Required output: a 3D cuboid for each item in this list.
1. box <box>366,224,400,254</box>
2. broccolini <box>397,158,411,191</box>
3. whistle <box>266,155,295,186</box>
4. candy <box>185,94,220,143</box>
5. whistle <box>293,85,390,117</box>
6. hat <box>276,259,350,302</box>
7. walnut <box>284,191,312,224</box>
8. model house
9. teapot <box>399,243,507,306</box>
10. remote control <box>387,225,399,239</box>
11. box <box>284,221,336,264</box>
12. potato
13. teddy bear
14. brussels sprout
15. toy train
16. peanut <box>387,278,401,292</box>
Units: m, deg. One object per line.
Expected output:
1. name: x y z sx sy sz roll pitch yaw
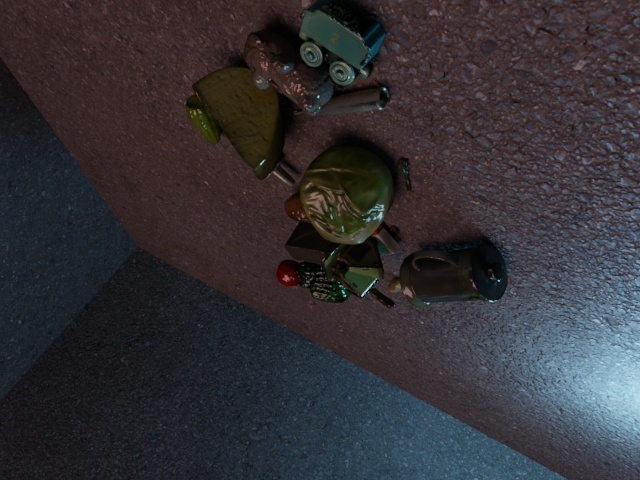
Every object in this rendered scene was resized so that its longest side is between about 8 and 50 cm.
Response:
1. box: 0.215 -0.013 1.772 0.152 0.048 0.100 50 157 -12
2. broccolini: 0.259 -0.200 1.458 0.035 0.030 0.140 27 159 32
3. whistle: -0.196 -0.287 1.737 0.253 0.101 0.106 40 150 -8
4. candy: -0.423 -0.439 1.750 0.097 0.096 0.209 21 154 24
5. whistle: 0.050 -0.384 1.335 0.327 0.068 0.057 7 115 43
6. hat: -0.023 0.134 2.032 0.333 0.242 0.274 8 165 10
7. walnut: -0.039 -0.123 1.809 0.245 0.137 0.137 11 146 37
8. model house: 0.175 0.122 1.745 0.279 0.205 0.218 39 165 24
9. teapot: 0.431 0.104 1.575 0.270 0.200 0.337 35 154 -25
10. remote control: 0.264 -0.024 1.757 0.039 0.014 0.096 42 154 8
11. box: 0.000 0.000 1.916 0.274 0.178 0.138 8 144 43
12. potato: -0.206 -0.376 1.528 0.330 0.213 0.280 55 180 4
13. teddy bear: -0.088 -0.452 1.270 0.267 0.151 0.236 28 -174 0
14. brussels sprout: 0.074 -0.149 1.498 0.328 0.247 0.327 16 132 18
15. toy train: 0.046 -0.479 1.132 0.203 0.112 0.163 32 148 1
16. peanut: 0.321 0.194 2.027 0.054 0.054 0.113 33 154 1
